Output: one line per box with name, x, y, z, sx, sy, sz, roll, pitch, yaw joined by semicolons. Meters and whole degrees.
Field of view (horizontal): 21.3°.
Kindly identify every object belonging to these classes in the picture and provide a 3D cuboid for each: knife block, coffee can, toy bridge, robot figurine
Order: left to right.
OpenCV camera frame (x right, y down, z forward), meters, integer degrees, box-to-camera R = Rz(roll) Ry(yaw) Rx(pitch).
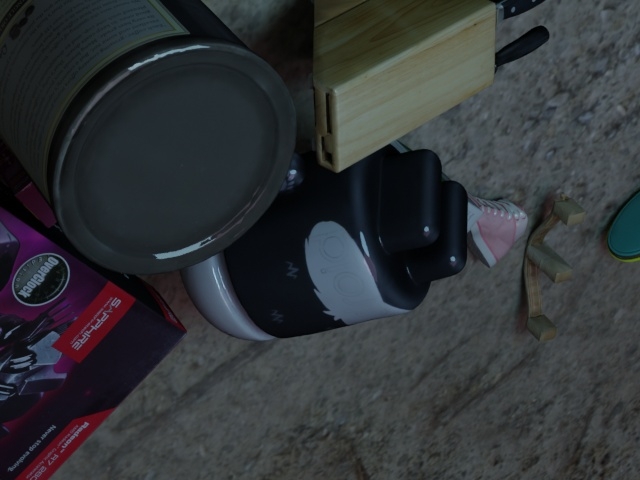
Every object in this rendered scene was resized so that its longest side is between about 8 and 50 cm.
coffee can;-0.171;-0.130;1.371;0.201;0.275;0.201;-19;131;-22
robot figurine;-0.001;-0.003;1.608;0.278;0.173;0.209;-14;106;27
knife block;0.112;-0.175;1.563;0.242;0.276;0.088;-2;125;2
toy bridge;0.259;0.023;1.932;0.026;0.063;0.188;-13;130;-26

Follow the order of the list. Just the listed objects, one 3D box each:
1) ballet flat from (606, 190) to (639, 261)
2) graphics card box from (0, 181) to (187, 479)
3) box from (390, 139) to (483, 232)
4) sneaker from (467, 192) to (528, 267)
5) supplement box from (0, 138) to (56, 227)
ballet flat;0.430;-0.057;1.988;0.231;0.077;0.077;-49;152;4
graphics card box;-0.320;0.069;1.553;0.233;0.094;0.371;-45;135;4
box;0.089;-0.031;1.748;0.102;0.101;0.087;-50;135;8
sneaker;0.182;-0.031;1.850;0.070;0.051;0.134;-40;139;-4
supplement box;-0.255;-0.059;1.506;0.043;0.083;0.055;-40;135;-2
